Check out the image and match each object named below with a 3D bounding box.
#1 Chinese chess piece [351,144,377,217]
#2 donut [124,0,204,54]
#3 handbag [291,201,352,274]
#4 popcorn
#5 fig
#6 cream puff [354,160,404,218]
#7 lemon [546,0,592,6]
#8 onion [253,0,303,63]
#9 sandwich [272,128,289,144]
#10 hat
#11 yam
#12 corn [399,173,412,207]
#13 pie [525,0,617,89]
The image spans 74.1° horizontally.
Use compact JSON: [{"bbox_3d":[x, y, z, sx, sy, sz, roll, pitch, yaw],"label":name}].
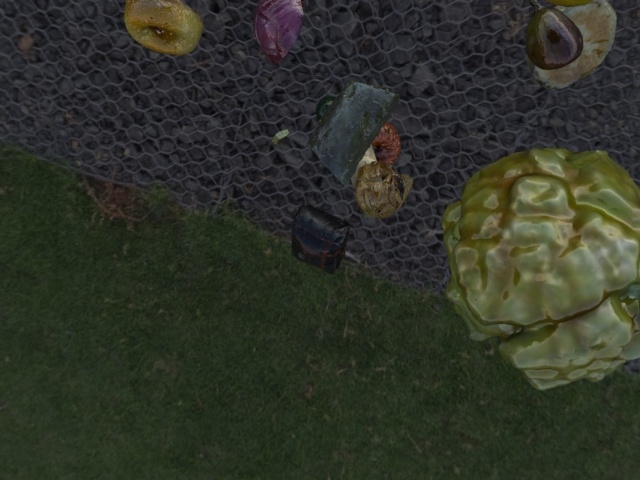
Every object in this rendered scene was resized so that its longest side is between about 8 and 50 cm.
[{"bbox_3d":[0.153,-0.198,1.374,0.097,0.251,0.251,-17,108,10],"label":"Chinese chess piece"},{"bbox_3d":[-0.385,-0.519,1.031,0.190,0.174,0.075,14,77,-10],"label":"donut"},{"bbox_3d":[0.000,0.000,1.294,0.169,0.155,0.215,21,152,7],"label":"handbag"},{"bbox_3d":[0.289,0.017,0.566,0.279,0.336,0.274,34,130,-31],"label":"popcorn"},{"bbox_3d":[0.716,-0.673,1.349,0.274,0.170,0.145,55,150,-11],"label":"fig"},{"bbox_3d":[0.131,-0.109,0.927,0.104,0.119,0.133,-14,122,17],"label":"cream puff"},{"bbox_3d":[0.629,-0.689,1.006,0.288,0.233,0.233,-42,103,-12],"label":"lemon"},{"bbox_3d":[-0.164,-0.746,1.452,0.111,0.248,0.250,9,159,-37],"label":"onion"},{"bbox_3d":[-0.162,-0.404,1.660,0.083,0.044,0.031,-37,88,27],"label":"sandwich"},{"bbox_3d":[0.121,-0.418,1.729,0.285,0.400,0.285,-14,129,-18],"label":"hat"},{"bbox_3d":[0.052,-0.200,0.750,0.107,0.107,0.183,33,108,-7],"label":"yam"},{"bbox_3d":[0.323,-0.197,1.727,0.068,0.207,0.068,20,145,15],"label":"corn"},{"bbox_3d":[0.938,-0.736,1.590,0.338,0.077,0.339,-2,131,-3],"label":"pie"}]
